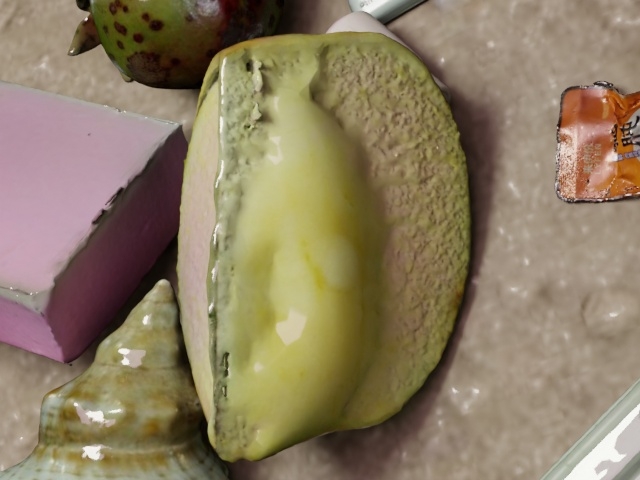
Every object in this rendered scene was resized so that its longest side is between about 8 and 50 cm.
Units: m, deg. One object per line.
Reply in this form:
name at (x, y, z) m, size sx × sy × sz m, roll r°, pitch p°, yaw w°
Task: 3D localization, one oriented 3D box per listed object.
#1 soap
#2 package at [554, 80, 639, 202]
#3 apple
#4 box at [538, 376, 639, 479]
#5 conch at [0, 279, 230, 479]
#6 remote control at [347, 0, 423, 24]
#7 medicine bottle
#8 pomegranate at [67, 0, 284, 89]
soap at (-0.239, -0.027, 1.193) m, size 0.259 × 0.081 × 0.181 m, roll 14°, pitch 52°, yaw 28°
package at (0.201, -0.066, 1.064) m, size 0.111 × 0.033 × 0.077 m, roll -6°, pitch 96°, yaw 37°
apple at (0.000, 0.000, 1.077) m, size 0.120 × 0.193 × 0.265 m, roll 5°, pitch 95°, yaw 62°
box at (0.161, 0.208, 0.919) m, size 0.312 × 0.182 × 0.175 m, roll -47°, pitch 62°, yaw 7°
conch at (-0.176, 0.206, 1.091) m, size 0.386 × 0.170 × 0.203 m, roll -59°, pitch 32°, yaw -4°
remote control at (0.084, -0.210, 1.159) m, size 0.162 × 0.029 × 0.061 m, roll -30°, pitch 64°, yaw 15°
medicine bottle at (0.043, -0.112, 1.137) m, size 0.089 × 0.052 × 0.052 m, roll 44°, pitch 96°, yaw 24°
pomegranate at (-0.111, -0.173, 1.182) m, size 0.169 × 0.148 × 0.148 m, roll -6°, pitch 73°, yaw 31°
